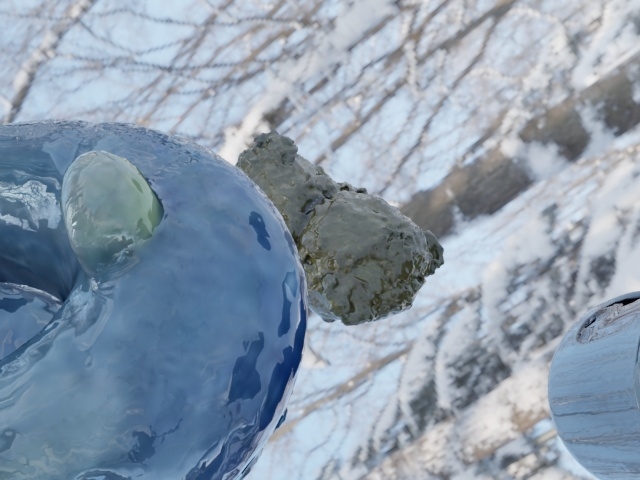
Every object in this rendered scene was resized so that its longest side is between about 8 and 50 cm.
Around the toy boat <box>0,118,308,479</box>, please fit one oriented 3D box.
[{"bbox_3d":[-0.170,0.041,0.442,0.123,0.330,0.215,72,-168,-49],"label":"toy boat"}]

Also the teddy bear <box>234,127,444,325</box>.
[{"bbox_3d":[0.000,0.000,1.229,0.256,0.156,0.267,35,-138,22],"label":"teddy bear"}]

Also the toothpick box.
[{"bbox_3d":[0.386,0.171,1.234,0.263,0.263,0.354,55,166,3],"label":"toothpick box"}]
